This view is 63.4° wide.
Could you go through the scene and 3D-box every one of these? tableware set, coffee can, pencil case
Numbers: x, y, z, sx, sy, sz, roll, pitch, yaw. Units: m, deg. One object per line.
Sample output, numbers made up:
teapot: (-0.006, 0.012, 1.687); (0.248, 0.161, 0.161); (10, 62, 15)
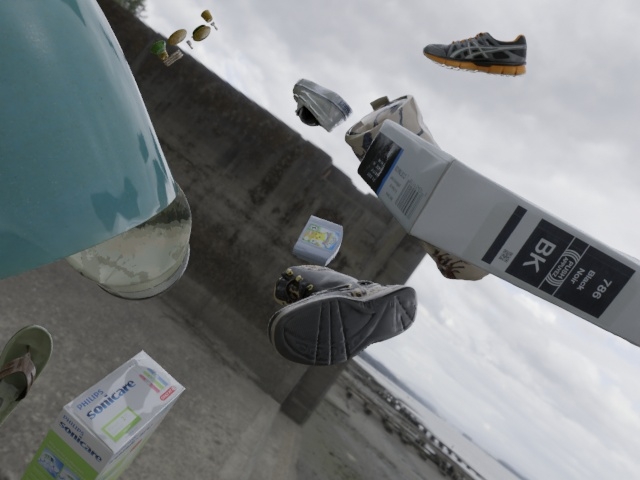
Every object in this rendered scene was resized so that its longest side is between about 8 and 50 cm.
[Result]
tableware set: (-0.298, -0.446, 1.129); (0.024, 0.154, 0.104); (55, 2, 1)
coffee can: (-0.332, -0.004, 0.916); (0.201, 0.201, 0.275); (38, -18, -6)
pencil case: (0.221, -0.110, 1.075); (0.410, 0.160, 0.183); (52, 23, -13)

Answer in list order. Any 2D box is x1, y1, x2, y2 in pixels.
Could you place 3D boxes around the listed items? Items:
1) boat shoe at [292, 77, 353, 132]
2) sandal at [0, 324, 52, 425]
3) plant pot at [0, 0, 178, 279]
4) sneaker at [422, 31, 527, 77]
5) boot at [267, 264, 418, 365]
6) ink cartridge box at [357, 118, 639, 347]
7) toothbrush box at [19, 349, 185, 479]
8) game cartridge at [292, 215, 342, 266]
boat shoe: (-0.020, -0.308, 1.192); (0.095, 0.084, 0.258); (44, 0, -29)
sandal: (-0.803, 0.371, 1.362); (0.086, 0.303, 0.120); (-2, -32, 44)
plant pot: (-0.283, -0.115, 0.390); (0.293, 0.293, 0.235); (25, -51, 57)
sneaker: (0.320, -0.391, 1.072); (0.214, 0.083, 0.084); (12, 19, 14)
boot: (-0.007, 0.144, 1.127); (0.377, 0.138, 0.284); (-11, 15, -38)
ink cartridge box: (0.199, 0.008, 0.451); (0.332, 0.065, 0.165); (24, 16, -16)
toothbrush box: (-0.413, 0.376, 0.969); (0.122, 0.283, 0.206); (38, 23, 6)
game cartridge: (0.000, 0.000, 0.710); (0.056, 0.083, 0.017); (22, -49, 3)
